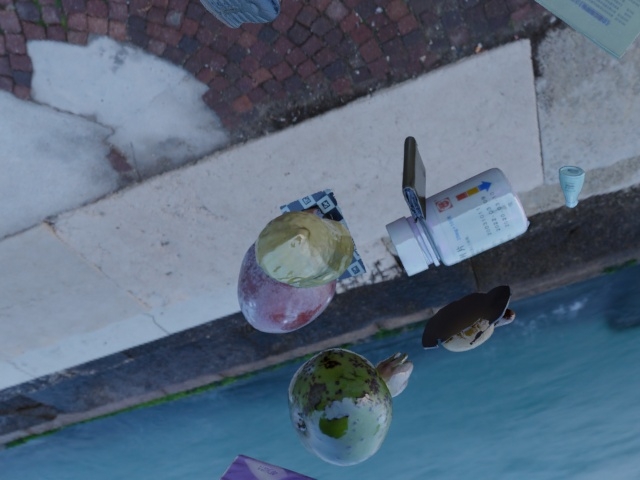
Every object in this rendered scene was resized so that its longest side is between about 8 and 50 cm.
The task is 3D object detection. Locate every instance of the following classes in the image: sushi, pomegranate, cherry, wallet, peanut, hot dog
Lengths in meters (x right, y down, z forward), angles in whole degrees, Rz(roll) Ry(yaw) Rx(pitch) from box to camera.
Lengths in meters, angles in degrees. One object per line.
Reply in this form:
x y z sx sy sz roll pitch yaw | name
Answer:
0.000 0.000 1.655 0.193 0.043 0.279 -17 99 20 | sushi
0.089 0.387 1.390 0.341 0.285 0.284 -21 147 -27 | pomegranate
-0.080 0.090 1.351 0.236 0.285 0.212 29 142 13 | cherry
0.207 -0.135 1.225 0.031 0.198 0.110 -12 128 20 | wallet
-0.028 0.023 1.003 0.148 0.147 0.319 -22 174 15 | peanut
0.483 0.274 1.747 0.107 0.194 0.326 36 145 -23 | hot dog

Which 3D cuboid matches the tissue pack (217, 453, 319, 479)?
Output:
-0.048 0.585 1.066 0.339 0.160 0.241 8 114 23 | tissue pack

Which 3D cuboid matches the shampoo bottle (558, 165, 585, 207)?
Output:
0.737 -0.155 1.629 0.069 0.041 0.190 9 161 27 | shampoo bottle

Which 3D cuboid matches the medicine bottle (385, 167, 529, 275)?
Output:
0.309 -0.037 1.282 0.293 0.170 0.170 -24 138 10 | medicine bottle

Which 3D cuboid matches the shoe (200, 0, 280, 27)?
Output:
-0.174 -0.580 1.282 0.291 0.137 0.114 15 164 47 | shoe

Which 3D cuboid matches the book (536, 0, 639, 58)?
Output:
0.414 -0.383 0.770 0.168 0.013 0.192 33 106 -6 | book
